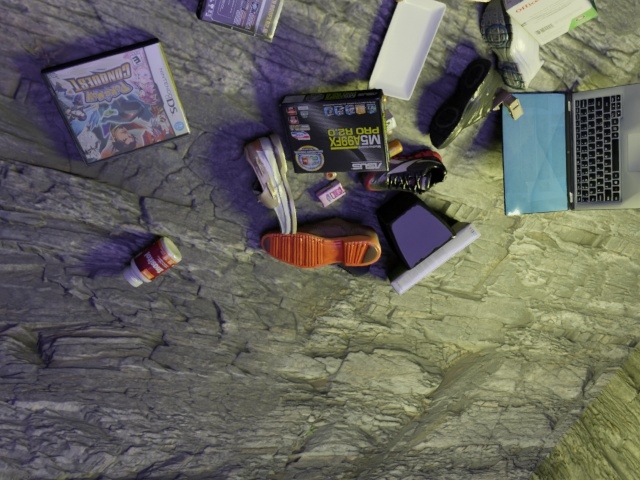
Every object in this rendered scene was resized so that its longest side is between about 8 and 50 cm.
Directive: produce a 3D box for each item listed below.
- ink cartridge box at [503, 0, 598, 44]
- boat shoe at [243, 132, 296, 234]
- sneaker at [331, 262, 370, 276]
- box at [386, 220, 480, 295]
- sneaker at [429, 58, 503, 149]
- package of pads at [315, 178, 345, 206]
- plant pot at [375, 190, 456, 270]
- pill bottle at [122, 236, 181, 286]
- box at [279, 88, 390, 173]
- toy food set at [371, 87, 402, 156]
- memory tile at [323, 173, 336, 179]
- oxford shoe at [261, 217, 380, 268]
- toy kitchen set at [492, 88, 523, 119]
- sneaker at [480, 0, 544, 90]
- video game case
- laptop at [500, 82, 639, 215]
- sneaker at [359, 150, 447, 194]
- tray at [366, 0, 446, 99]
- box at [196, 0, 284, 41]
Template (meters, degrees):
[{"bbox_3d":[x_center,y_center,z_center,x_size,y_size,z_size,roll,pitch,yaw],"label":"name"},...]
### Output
[{"bbox_3d":[0.590,-0.622,1.464,0.160,0.093,0.219,-22,155,39],"label":"ink cartridge box"},{"bbox_3d":[-0.140,-0.147,1.599,0.103,0.113,0.302,-17,117,-10],"label":"boat shoe"},{"bbox_3d":[0.075,0.074,1.854,0.222,0.083,0.118,-6,129,-17],"label":"sneaker"},{"bbox_3d":[0.366,0.054,1.881,0.322,0.232,0.058,-36,90,5],"label":"box"},{"bbox_3d":[0.440,-0.385,1.681,0.130,0.109,0.286,19,116,-39],"label":"sneaker"},{"bbox_3d":[0.031,-0.143,1.717,0.083,0.032,0.050,-33,132,1],"label":"package of pads"},{"bbox_3d":[0.284,-0.052,1.801,0.187,0.188,0.167,-38,116,5],"label":"plant pot"},{"bbox_3d":[-0.480,0.064,1.609,0.152,0.086,0.086,-35,129,3],"label":"pill bottle"},{"bbox_3d":[0.043,-0.288,1.522,0.270,0.060,0.216,1,129,15],"label":"box"},{"bbox_3d":[0.143,-0.323,1.583,0.104,0.111,0.232,-30,145,2],"label":"toy food set"},{"bbox_3d":[0.043,-0.246,1.625,0.148,0.012,0.113,-35,117,25],"label":"memory tile"},{"bbox_3d":[0.000,0.000,1.757,0.363,0.133,0.130,5,130,-4],"label":"oxford shoe"},{"bbox_3d":[0.557,-0.407,1.729,0.068,0.083,0.075,-41,140,7],"label":"toy kitchen set"},{"bbox_3d":[0.551,-0.575,1.611,0.129,0.111,0.297,-46,132,-10],"label":"sneaker"},{"bbox_3d":[-0.482,-0.328,1.370,0.274,0.035,0.248,-20,128,-10],"label":"video game case"},{"bbox_3d":[0.797,-0.276,1.730,0.236,0.408,0.382,-10,99,-52],"label":"laptop"},{"bbox_3d":[0.261,-0.195,1.714,0.276,0.135,0.098,-13,129,-13],"label":"sneaker"},{"bbox_3d":[0.227,-0.525,1.537,0.145,0.030,0.270,6,120,-26],"label":"tray"},{"bbox_3d":[-0.167,-0.599,1.302,0.183,0.056,0.231,7,120,-28],"label":"box"}]
